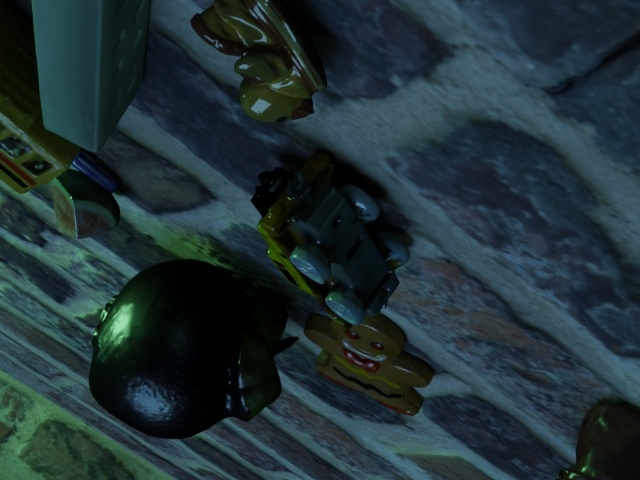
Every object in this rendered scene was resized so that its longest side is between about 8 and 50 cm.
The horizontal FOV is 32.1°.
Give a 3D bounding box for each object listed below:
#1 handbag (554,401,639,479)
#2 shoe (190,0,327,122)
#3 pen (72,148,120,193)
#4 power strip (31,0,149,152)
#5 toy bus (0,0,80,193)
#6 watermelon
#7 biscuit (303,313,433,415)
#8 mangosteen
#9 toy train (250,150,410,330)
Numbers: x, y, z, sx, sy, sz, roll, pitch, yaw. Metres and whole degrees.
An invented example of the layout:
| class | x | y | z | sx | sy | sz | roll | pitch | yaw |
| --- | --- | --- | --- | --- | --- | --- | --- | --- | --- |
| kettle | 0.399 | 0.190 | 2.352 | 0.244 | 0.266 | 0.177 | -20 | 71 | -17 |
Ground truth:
| class | x | y | z | sx | sy | sz | roll | pitch | yaw |
| --- | --- | --- | --- | --- | --- | --- | --- | --- | --- |
| handbag | 0.315 | 0.273 | 1.170 | 0.146 | 0.135 | 0.225 | 26 | 159 | 19 |
| shoe | -0.043 | -0.137 | 0.800 | 0.069 | 0.072 | 0.109 | -22 | 144 | 12 |
| pen | -0.296 | -0.118 | 1.198 | 0.204 | 0.025 | 0.025 | 42 | 155 | -30 |
| power strip | -0.166 | -0.182 | 0.820 | 0.062 | 0.091 | 0.385 | 28 | 158 | -1 |
| toy bus | -0.351 | -0.187 | 0.993 | 0.123 | 0.121 | 0.335 | -9 | 138 | 43 |
| watermelon | -0.275 | -0.041 | 1.253 | 0.092 | 0.072 | 0.084 | 37 | 172 | -23 |
| biscuit | 0.053 | 0.144 | 1.331 | 0.165 | 0.036 | 0.250 | 23 | 157 | 11 |
| mangosteen | -0.152 | 0.131 | 1.320 | 0.243 | 0.243 | 0.243 | 24 | 157 | 11 |
| toy train | 0.000 | 0.000 | 1.021 | 0.127 | 0.089 | 0.219 | 25 | 161 | 38 |
